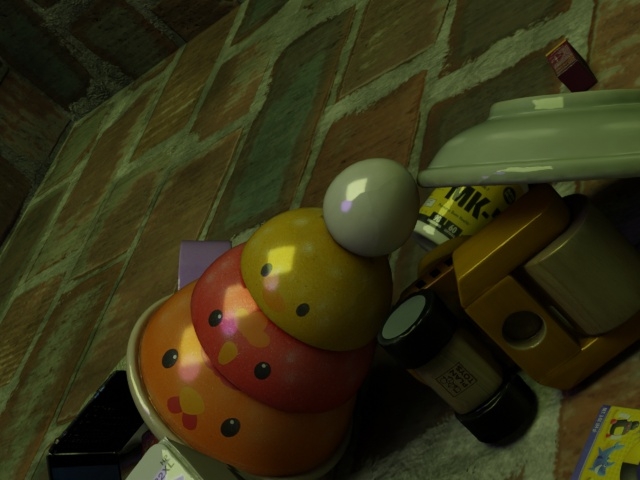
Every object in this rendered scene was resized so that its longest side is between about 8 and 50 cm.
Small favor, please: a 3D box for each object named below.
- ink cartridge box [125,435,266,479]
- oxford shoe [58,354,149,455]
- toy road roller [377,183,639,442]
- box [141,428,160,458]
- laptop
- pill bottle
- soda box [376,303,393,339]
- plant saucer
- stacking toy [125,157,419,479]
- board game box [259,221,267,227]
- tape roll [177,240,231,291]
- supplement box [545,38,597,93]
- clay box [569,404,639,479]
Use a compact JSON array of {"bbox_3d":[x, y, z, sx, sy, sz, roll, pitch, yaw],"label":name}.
[{"bbox_3d":[-0.131,0.396,1.235,0.129,0.307,0.223,35,88,41],"label":"ink cartridge box"},{"bbox_3d":[-0.388,0.350,1.937,0.449,0.130,0.169,-43,27,45],"label":"oxford shoe"},{"bbox_3d":[0.234,0.065,1.296,0.329,0.202,0.240,-40,17,20],"label":"toy road roller"},{"bbox_3d":[-0.189,0.375,1.586,0.122,0.128,0.257,-42,28,12],"label":"box"},{"bbox_3d":[-0.318,0.354,1.651,0.136,0.234,0.264,41,92,19],"label":"laptop"},{"bbox_3d":[0.236,-0.064,1.542,0.208,0.119,0.119,-53,27,-8],"label":"pill bottle"},{"bbox_3d":[-0.018,0.128,1.698,0.286,0.091,0.098,-10,45,51],"label":"soda box"},{"bbox_3d":[0.315,-0.123,1.238,0.400,0.400,0.100,2,97,57],"label":"plant saucer"},{"bbox_3d":[-0.025,0.069,1.359,0.480,0.351,0.350,-58,18,35],"label":"stacking toy"},{"bbox_3d":[0.000,0.000,1.821,0.260,0.030,0.136,-12,44,22],"label":"board game box"},{"bbox_3d":[-0.197,0.137,1.774,0.275,0.090,0.274,-179,90,-85],"label":"tape roll"},{"bbox_3d":[0.402,-0.277,1.647,0.043,0.055,0.083,-39,27,21],"label":"supplement box"},{"bbox_3d":[0.359,0.240,1.027,0.222,0.053,0.127,-4,51,55],"label":"clay box"}]
